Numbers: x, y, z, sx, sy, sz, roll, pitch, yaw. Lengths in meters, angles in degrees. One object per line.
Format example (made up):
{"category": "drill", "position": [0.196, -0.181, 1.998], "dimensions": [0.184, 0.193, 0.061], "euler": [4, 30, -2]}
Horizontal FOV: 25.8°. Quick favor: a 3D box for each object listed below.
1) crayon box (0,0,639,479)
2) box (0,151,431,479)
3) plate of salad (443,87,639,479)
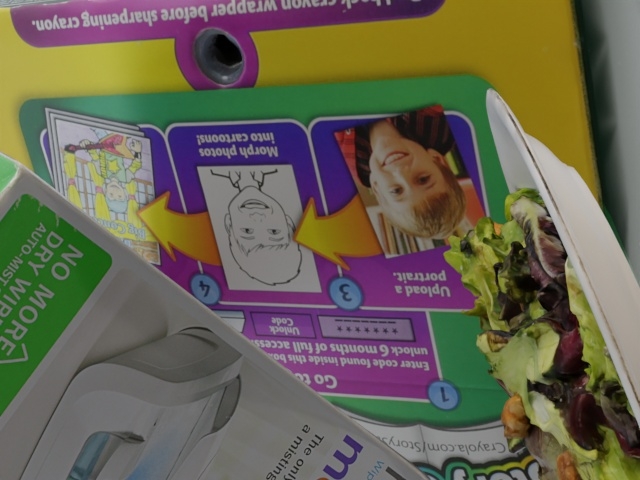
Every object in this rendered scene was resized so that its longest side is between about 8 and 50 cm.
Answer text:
{"category": "crayon box", "position": [0.000, 0.000, 0.757], "dimensions": [0.106, 0.363, 0.313], "euler": [-44, -52, -51]}
{"category": "box", "position": [-0.120, 0.051, 0.589], "dimensions": [0.231, 0.262, 0.126], "euler": [42, -100, -35]}
{"category": "plate of salad", "position": [0.078, 0.051, 0.422], "dimensions": [0.048, 0.200, 0.200], "euler": [-20, -64, 5]}
